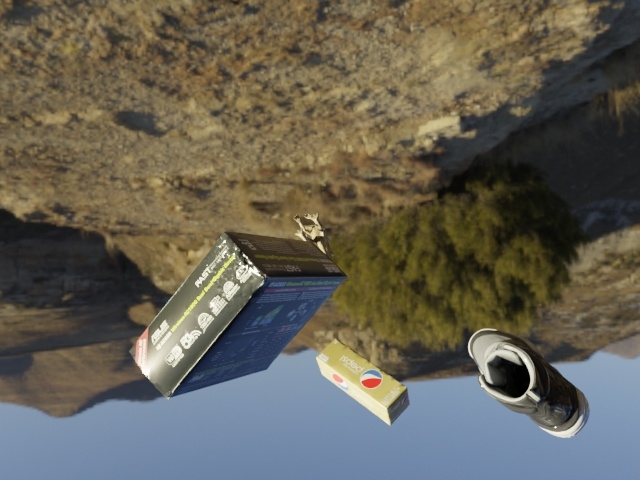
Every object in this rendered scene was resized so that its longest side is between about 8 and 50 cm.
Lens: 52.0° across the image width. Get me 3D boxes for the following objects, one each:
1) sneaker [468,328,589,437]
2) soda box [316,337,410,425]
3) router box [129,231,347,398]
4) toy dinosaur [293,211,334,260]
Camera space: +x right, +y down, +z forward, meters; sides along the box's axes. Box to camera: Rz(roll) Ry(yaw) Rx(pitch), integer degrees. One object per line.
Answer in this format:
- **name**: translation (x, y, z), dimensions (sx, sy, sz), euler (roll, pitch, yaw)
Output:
- **sneaker**: translation (0.306, 0.202, 1.072), dimensions (0.153, 0.101, 0.268), euler (33, -174, -31)
- **soda box**: translation (0.078, 0.261, 1.221), dimensions (0.058, 0.061, 0.181), euler (-40, -131, -24)
- **router box**: translation (-0.044, 0.043, 0.402), dimensions (0.092, 0.038, 0.122), euler (-49, 161, 13)
- **toy dinosaur**: translation (0.000, 0.000, 1.150), dimensions (0.053, 0.183, 0.092), euler (-34, 125, 8)
